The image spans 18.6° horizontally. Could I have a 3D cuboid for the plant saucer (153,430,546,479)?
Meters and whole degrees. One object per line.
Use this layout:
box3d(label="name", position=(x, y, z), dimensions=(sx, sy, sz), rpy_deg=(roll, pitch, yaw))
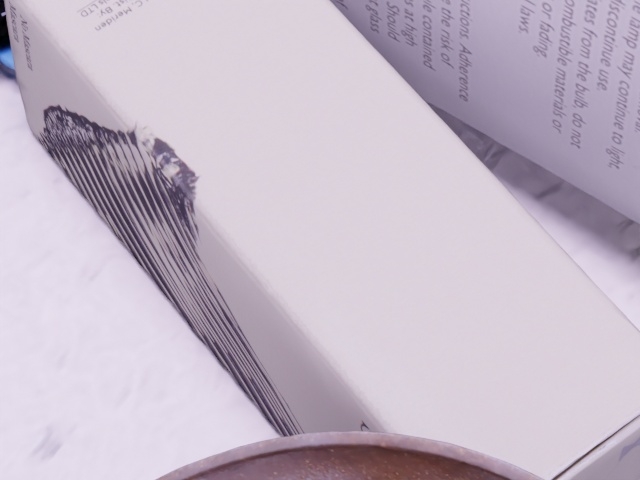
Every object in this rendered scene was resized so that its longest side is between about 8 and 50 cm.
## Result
box3d(label="plant saucer", position=(-0.004, 0.209, 0.561), dimensions=(0.311, 0.050, 0.310), rpy_deg=(-12, 63, 25))

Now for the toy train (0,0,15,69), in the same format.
box3d(label="toy train", position=(-0.173, -0.102, 0.783), dimensions=(0.184, 0.080, 0.105), rpy_deg=(-24, 55, -12))

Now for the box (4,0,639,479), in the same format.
box3d(label="box", position=(0.000, 0.000, 0.709), dimensions=(0.094, 0.113, 0.275), rpy_deg=(-33, 65, -18))

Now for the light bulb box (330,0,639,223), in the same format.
box3d(label="light bulb box", position=(0.204, -0.189, 0.715), dimensions=(0.361, 0.225, 0.358), rpy_deg=(31, 64, 20))
